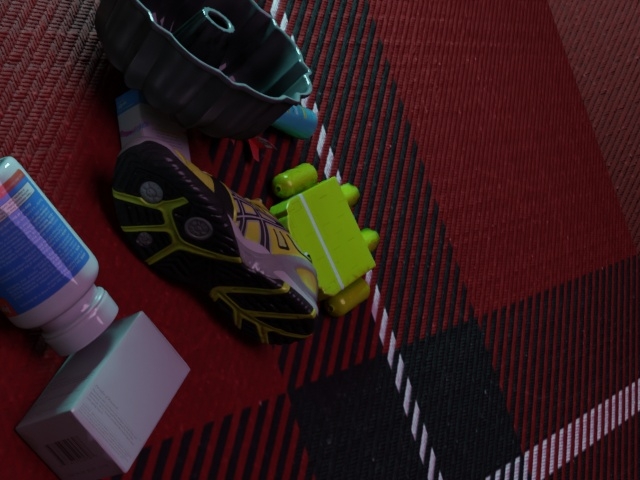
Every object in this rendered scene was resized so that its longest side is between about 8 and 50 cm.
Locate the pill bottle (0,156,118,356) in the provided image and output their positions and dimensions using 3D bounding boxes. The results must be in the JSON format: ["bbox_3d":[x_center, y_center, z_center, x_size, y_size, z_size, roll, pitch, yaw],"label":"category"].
[{"bbox_3d":[-0.335,0.024,1.355,0.221,0.124,0.124,54,37,-19],"label":"pill bottle"}]

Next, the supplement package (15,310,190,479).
[{"bbox_3d":[-0.254,0.187,1.395,0.105,0.105,0.179,53,39,-20],"label":"supplement package"}]

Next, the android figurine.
[{"bbox_3d":[0.000,0.000,1.873,0.273,0.056,0.248,-34,100,-55],"label":"android figurine"}]

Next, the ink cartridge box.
[{"bbox_3d":[-0.232,-0.143,1.642,0.089,0.052,0.122,11,62,-49],"label":"ink cartridge box"}]

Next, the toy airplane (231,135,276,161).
[{"bbox_3d":[-0.128,-0.181,1.819,0.151,0.028,0.151,42,27,-28],"label":"toy airplane"}]

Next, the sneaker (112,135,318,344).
[{"bbox_3d":[-0.144,-0.011,1.632,0.384,0.145,0.147,49,30,-33],"label":"sneaker"}]

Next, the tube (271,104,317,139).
[{"bbox_3d":[-0.085,-0.211,1.861,0.207,0.052,0.080,18,30,-53],"label":"tube"}]

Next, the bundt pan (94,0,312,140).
[{"bbox_3d":[-0.177,-0.267,1.655,0.331,0.124,0.330,33,28,-20],"label":"bundt pan"}]
